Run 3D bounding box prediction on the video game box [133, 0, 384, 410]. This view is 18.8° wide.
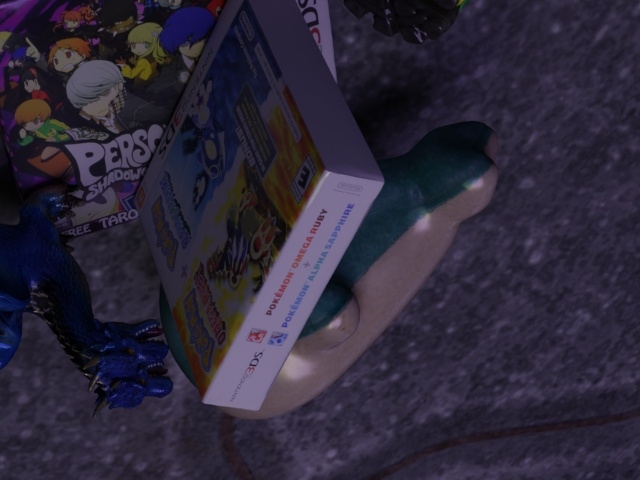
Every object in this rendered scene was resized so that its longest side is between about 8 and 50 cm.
[{"bbox_3d":[-0.046,-0.031,1.206,0.048,0.205,0.187,8,126,-27],"label":"video game box"}]

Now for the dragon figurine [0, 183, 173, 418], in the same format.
[{"bbox_3d":[-0.229,0.029,1.238,0.289,0.144,0.085,11,133,-12],"label":"dragon figurine"}]

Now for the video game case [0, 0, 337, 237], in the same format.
[{"bbox_3d":[-0.103,-0.111,1.282,0.232,0.042,0.210,-17,135,-11],"label":"video game case"}]

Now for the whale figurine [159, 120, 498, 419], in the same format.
[{"bbox_3d":[0.000,0.000,1.342,0.272,0.216,0.141,-40,102,19],"label":"whale figurine"}]

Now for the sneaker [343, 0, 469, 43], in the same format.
[{"bbox_3d":[0.057,-0.300,1.156,0.146,0.134,0.343,-44,140,-39],"label":"sneaker"}]
